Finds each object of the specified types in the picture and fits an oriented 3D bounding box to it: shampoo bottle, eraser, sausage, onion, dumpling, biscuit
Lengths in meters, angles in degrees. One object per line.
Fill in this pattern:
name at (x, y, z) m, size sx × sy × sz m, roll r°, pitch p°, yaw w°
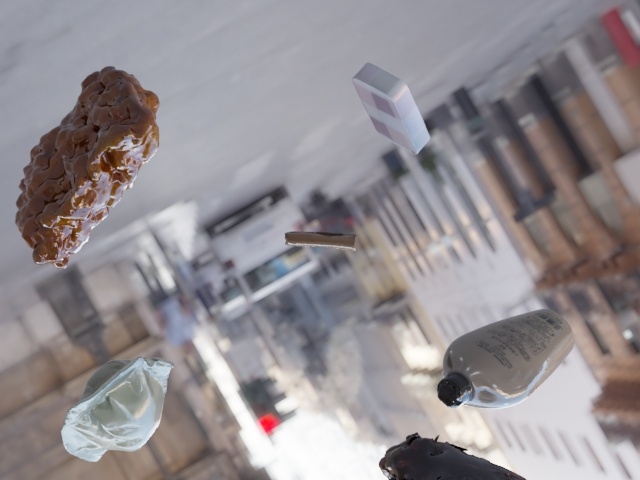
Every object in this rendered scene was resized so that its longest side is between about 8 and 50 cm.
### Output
shampoo bottle at (0.249, 0.167, 2.171) m, size 0.257 × 0.127 × 0.078 m, roll -21°, pitch 145°, yaw -46°
eraser at (0.075, -0.139, 1.669) m, size 0.026 × 0.065 × 0.105 m, roll -50°, pitch 145°, yaw -15°
sausage at (0.000, 0.000, 2.432) m, size 0.116 × 0.026 × 0.026 m, roll 3°, pitch -172°, yaw 16°
onion at (0.141, 0.368, 1.760) m, size 0.281 × 0.281 × 0.221 m, roll -29°, pitch 162°, yaw -14°
dumpling at (-0.286, 0.229, 2.150) m, size 0.111 × 0.181 × 0.155 m, roll 20°, pitch -175°, yaw 35°
biscuit at (-0.389, -0.133, 2.606) m, size 0.312 × 0.110 × 0.318 m, roll -51°, pitch -150°, yaw 11°
